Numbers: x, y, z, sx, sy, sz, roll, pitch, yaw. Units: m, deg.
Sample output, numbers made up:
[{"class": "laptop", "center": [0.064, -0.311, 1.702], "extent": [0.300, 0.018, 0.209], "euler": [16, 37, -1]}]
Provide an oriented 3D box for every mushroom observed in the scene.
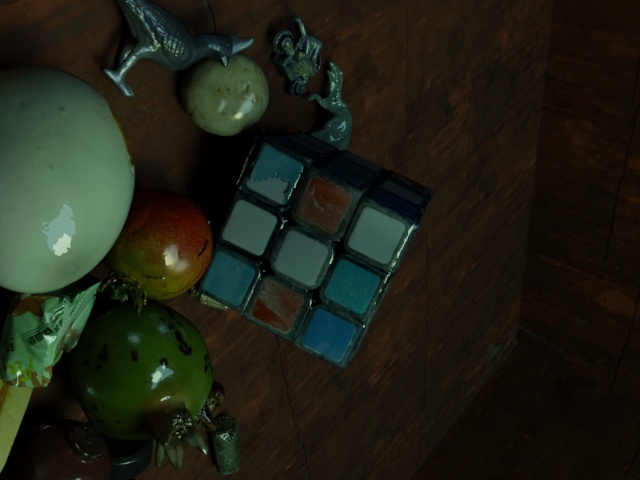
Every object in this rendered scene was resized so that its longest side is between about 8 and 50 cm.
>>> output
[{"class": "mushroom", "center": [-0.287, 0.400, 1.813], "extent": [0.135, 0.080, 0.170], "euler": [-29, 136, -25]}, {"class": "mushroom", "center": [-0.181, -0.280, 1.446], "extent": [0.127, 0.166, 0.166], "euler": [-128, -120, -80]}]

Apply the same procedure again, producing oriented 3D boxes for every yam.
[{"class": "yam", "center": [-0.246, 0.536, 1.967], "extent": [0.078, 0.078, 0.179], "euler": [-34, 138, -39]}]

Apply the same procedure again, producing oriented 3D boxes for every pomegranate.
[{"class": "pomegranate", "center": [-0.321, 0.257, 1.443], "extent": [0.291, 0.323, 0.290], "euler": [-13, 110, -38]}, {"class": "pomegranate", "center": [-0.308, 0.017, 1.399], "extent": [0.235, 0.210, 0.210], "euler": [-59, 148, -17]}]

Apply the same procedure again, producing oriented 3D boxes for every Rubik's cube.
[{"class": "Rubik's cube", "center": [0.000, 0.000, 1.567], "extent": [0.362, 0.359, 0.363], "euler": [-50, 164, -76]}]

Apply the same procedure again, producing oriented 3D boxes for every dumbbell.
[{"class": "dumbbell", "center": [-0.437, 0.500, 1.597], "extent": [0.152, 0.152, 0.218], "euler": [-20, 127, -48]}]

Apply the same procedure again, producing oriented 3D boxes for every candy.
[{"class": "candy", "center": [-0.230, 0.103, 1.687], "extent": [0.110, 0.085, 0.095], "euler": [17, 107, -47]}]

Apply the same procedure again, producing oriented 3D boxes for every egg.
[{"class": "egg", "center": [-0.409, -0.084, 1.077], "extent": [0.283, 0.345, 0.283], "euler": [-11, 140, -10]}]

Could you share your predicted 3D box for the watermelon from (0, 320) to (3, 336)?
[{"class": "watermelon", "center": [-0.611, 0.174, 1.212], "extent": [0.139, 0.071, 0.187], "euler": [59, 43, -30]}]

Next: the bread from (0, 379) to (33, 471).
[{"class": "bread", "center": [-0.566, 0.309, 1.270], "extent": [0.264, 0.163, 0.167], "euler": [-50, 144, -23]}]

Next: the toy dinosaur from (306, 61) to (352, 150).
[{"class": "toy dinosaur", "center": [0.008, -0.216, 1.814], "extent": [0.205, 0.092, 0.392], "euler": [-46, 141, -35]}]

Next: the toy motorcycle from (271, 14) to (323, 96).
[{"class": "toy motorcycle", "center": [-0.043, -0.402, 1.628], "extent": [0.124, 0.061, 0.193], "euler": [-47, 150, -15]}]

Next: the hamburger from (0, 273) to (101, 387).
[{"class": "hamburger", "center": [-0.476, 0.143, 1.309], "extent": [0.214, 0.125, 0.235], "euler": [-62, -166, 15]}]

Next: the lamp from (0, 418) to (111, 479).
[{"class": "lamp", "center": [-0.506, 0.440, 1.419], "extent": [0.258, 0.180, 0.180], "euler": [-43, 153, 20]}]

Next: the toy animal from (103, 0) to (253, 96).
[{"class": "toy animal", "center": [-0.297, -0.340, 1.281], "extent": [0.367, 0.081, 0.205], "euler": [24, 102, -45]}]
